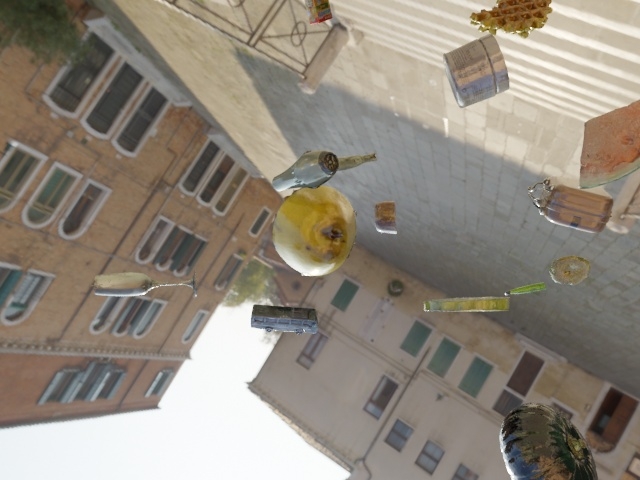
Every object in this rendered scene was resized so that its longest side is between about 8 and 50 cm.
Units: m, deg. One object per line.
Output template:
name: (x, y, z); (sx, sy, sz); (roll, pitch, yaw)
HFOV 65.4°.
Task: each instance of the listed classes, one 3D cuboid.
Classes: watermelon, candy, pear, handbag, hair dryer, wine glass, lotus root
watermelon: (0.777, -0.257, 1.296); (0.176, 0.260, 0.256); (62, -155, -26)
candy: (-0.011, -0.675, 1.394); (0.038, 0.062, 0.122); (15, 130, 45)
pear: (-0.001, -0.002, 1.315); (0.267, 0.267, 0.178); (33, -169, -20)
handbag: (0.913, -0.149, 1.861); (0.283, 0.149, 0.302); (17, -157, 11)
hair dryer: (-0.003, -0.180, 1.306); (0.229, 0.092, 0.267); (-13, -178, 34)
wine glass: (-0.456, 0.113, 1.298); (0.262, 0.074, 0.074); (0, -177, -13)
lotus root: (0.249, -0.084, 1.866); (0.081, 0.122, 0.112); (-6, 158, 16)

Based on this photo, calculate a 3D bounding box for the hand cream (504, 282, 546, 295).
hand cream: (0.644, 0.156, 1.573); (0.122, 0.023, 0.036); (-15, 162, 14)

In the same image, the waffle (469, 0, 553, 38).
waffle: (0.654, -0.790, 1.710); (0.260, 0.293, 0.069); (19, 151, 14)

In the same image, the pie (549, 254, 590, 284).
pie: (0.553, 0.065, 1.103); (0.084, 0.084, 0.020); (32, -147, -12)

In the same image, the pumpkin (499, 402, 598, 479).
pumpkin: (0.432, 0.407, 0.941); (0.202, 0.140, 0.202); (27, -137, -29)

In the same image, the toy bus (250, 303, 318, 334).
toy bus: (-0.087, 0.192, 1.219); (0.166, 0.047, 0.065); (5, 136, -7)

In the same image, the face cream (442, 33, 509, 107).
face cream: (0.465, -0.506, 1.503); (0.177, 0.153, 0.177); (-20, -90, -77)

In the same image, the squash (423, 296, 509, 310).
squash: (0.382, 0.166, 1.308); (0.219, 0.041, 0.219); (-1, 171, 0)
